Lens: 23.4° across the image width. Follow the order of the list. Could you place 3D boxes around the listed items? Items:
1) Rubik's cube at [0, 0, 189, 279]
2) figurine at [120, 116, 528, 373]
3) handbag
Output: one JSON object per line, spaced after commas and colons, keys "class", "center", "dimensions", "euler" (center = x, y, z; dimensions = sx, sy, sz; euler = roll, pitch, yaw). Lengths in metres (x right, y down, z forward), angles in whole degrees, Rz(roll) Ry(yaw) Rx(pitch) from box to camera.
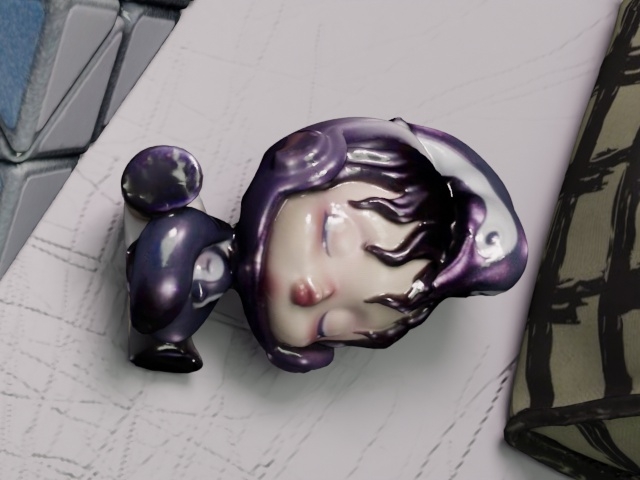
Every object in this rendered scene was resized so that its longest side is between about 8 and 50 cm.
{"class": "Rubik's cube", "center": [-0.153, -0.158, 0.793], "dimensions": [0.228, 0.228, 0.233], "euler": [52, 16, -44]}
{"class": "figurine", "center": [0.000, 0.000, 0.840], "dimensions": [0.222, 0.145, 0.145], "euler": [-2, 79, -12]}
{"class": "handbag", "center": [0.268, -0.023, 0.836], "dimensions": [0.162, 0.327, 0.325], "euler": [25, 72, -20]}
